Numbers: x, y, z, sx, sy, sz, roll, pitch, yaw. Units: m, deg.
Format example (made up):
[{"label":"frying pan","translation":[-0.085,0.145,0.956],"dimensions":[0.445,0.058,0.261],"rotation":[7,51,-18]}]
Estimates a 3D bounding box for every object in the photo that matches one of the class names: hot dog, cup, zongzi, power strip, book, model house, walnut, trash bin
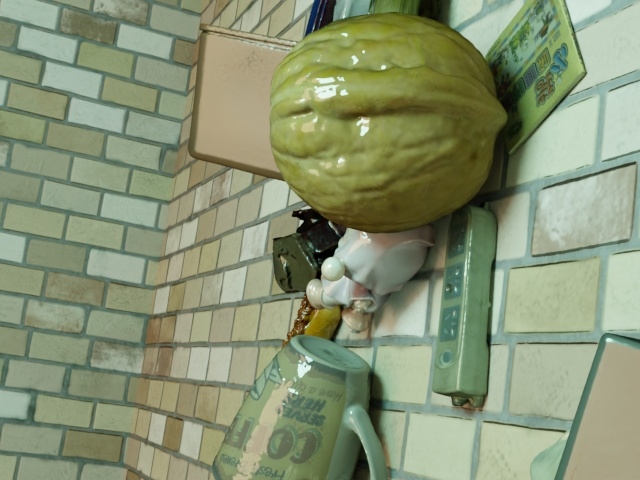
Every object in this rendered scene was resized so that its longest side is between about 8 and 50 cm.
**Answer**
[{"label":"hot dog","translation":[-0.027,0.179,1.780],"dimensions":[0.102,0.076,0.249],"rotation":[-105,33,-56]},{"label":"cup","translation":[-0.003,0.308,1.507],"dimensions":[0.301,0.227,0.257],"rotation":[31,106,38]},{"label":"zongzi","translation":[0.156,-0.420,1.545],"dimensions":[0.221,0.112,0.242],"rotation":[-83,16,-64]},{"label":"power strip","translation":[0.198,0.081,1.299],"dimensions":[0.080,0.048,0.286],"rotation":[159,122,-65]},{"label":"book","translation":[0.285,-0.239,1.290],"dimensions":[0.168,0.013,0.192],"rotation":[126,147,-47]},{"label":"model house","translation":[0.006,0.008,1.743],"dimensions":[0.203,0.164,0.141],"rotation":[2,117,65]},{"label":"walnut","translation":[0.091,-0.164,1.326],"dimensions":[0.333,0.332,0.333],"rotation":[-168,90,-69]},{"label":"trash bin","translation":[0.297,0.215,0.834],"dimensions":[0.176,0.101,0.236],"rotation":[18,93,45]}]

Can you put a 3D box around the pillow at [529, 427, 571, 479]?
[{"label":"pillow","translation":[0.291,0.233,0.968],"dimensions":[0.229,0.050,0.128],"rotation":[-58,38,45]}]

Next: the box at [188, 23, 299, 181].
[{"label":"box","translation":[-0.037,-0.221,1.630],"dimensions":[0.339,0.239,0.229],"rotation":[15,99,28]}]

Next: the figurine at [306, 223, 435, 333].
[{"label":"figurine","translation":[0.079,0.039,1.507],"dimensions":[0.133,0.200,0.276],"rotation":[46,136,15]}]

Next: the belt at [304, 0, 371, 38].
[{"label":"belt","translation":[0.049,-0.393,1.831],"dimensions":[0.212,0.117,0.347],"rotation":[-129,53,-65]}]
